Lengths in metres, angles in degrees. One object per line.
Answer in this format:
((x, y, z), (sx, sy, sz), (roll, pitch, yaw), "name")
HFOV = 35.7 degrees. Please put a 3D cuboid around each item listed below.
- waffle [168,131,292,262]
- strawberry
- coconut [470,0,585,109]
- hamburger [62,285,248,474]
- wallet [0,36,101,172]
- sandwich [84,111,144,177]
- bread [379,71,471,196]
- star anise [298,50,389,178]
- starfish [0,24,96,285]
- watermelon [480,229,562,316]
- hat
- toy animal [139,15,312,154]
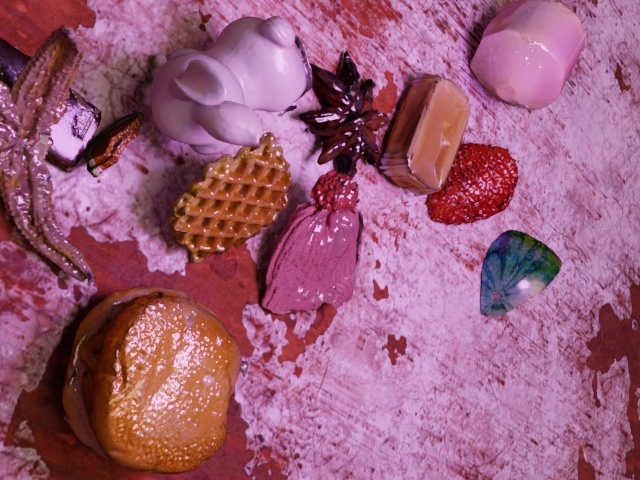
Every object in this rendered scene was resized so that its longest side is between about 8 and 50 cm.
((-0.151, -0.068, 1.688), (0.237, 0.059, 0.243), (-33, 150, -16), "waffle")
((0.362, -0.123, 2.234), (0.286, 0.106, 0.188), (-37, 115, -37), "strawberry")
((0.461, -0.417, 2.250), (0.245, 0.233, 0.233), (-53, 125, -30), "coconut")
((-0.256, 0.221, 1.588), (0.314, 0.170, 0.290), (26, 77, -43), "hamburger")
((-0.437, -0.208, 1.488), (0.232, 0.031, 0.122), (36, 70, -38), "wallet")
((-0.331, -0.151, 1.569), (0.135, 0.067, 0.029), (-57, 131, -33), "sandwich")
((0.219, -0.221, 2.087), (0.136, 0.107, 0.241), (35, 67, -37), "bread")
((0.068, -0.243, 1.940), (0.272, 0.102, 0.272), (0, 89, -47), "star anise")
((-0.450, -0.140, 1.393), (0.383, 0.132, 0.398), (7, 117, -39), "starfish")
((0.454, 0.062, 2.347), (0.231, 0.128, 0.146), (-39, 100, -35), "watermelon")
((0.000, 0.000, 1.875), (0.236, 0.107, 0.286), (-11, 123, -45), "hat")
((-0.156, -0.244, 1.603), (0.310, 0.247, 0.183), (-39, 111, -45), "toy animal")
